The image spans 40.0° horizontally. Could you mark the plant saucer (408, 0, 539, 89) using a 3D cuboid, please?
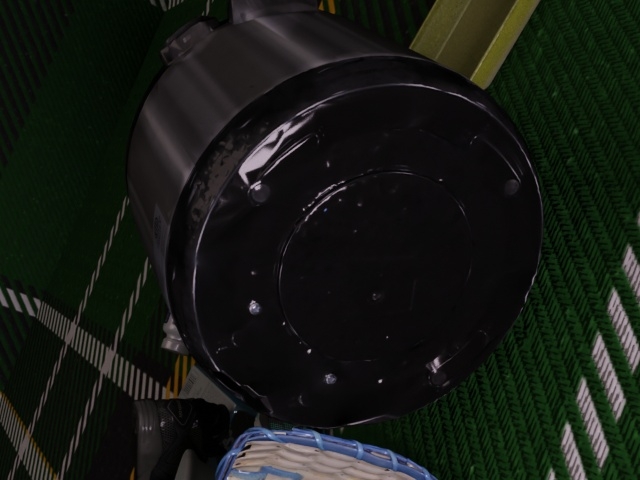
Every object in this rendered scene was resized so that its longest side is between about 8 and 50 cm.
[{"bbox_3d":[0.196,-0.271,1.101,0.188,0.045,0.188,-60,27,11],"label":"plant saucer"}]

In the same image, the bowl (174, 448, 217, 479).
[{"bbox_3d":[-0.125,0.394,0.988,0.298,0.134,0.298,-165,90,-82],"label":"bowl"}]

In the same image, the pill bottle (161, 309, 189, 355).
[{"bbox_3d":[-0.231,0.135,1.515,0.067,0.067,0.120,-7,62,60],"label":"pill bottle"}]

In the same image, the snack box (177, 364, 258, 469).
[{"bbox_3d":[-0.197,0.359,1.270,0.187,0.060,0.322,22,87,62],"label":"snack box"}]

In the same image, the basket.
[{"bbox_3d":[0.013,0.272,0.767,0.289,0.255,0.201,124,159,-62],"label":"basket"}]

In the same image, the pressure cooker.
[{"bbox_3d":[-0.017,-0.059,0.931,0.370,0.375,0.420,-53,30,7],"label":"pressure cooker"}]

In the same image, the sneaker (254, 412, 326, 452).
[{"bbox_3d":[-0.026,0.244,1.077,0.076,0.065,0.166,-46,32,1],"label":"sneaker"}]

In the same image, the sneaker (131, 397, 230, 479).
[{"bbox_3d":[-0.186,0.288,1.174,0.087,0.130,0.227,-111,25,-44],"label":"sneaker"}]
